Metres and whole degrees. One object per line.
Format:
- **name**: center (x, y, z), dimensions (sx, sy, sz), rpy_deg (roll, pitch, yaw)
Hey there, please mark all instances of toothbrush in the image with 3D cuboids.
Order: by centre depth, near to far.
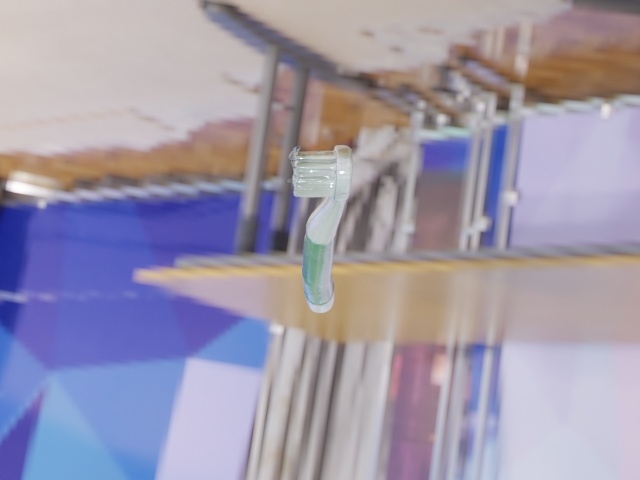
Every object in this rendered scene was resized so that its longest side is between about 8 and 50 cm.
- **toothbrush**: center (0.000, 0.000, 0.769), dimensions (0.024, 0.018, 0.257), rpy_deg (-1, 168, 0)
